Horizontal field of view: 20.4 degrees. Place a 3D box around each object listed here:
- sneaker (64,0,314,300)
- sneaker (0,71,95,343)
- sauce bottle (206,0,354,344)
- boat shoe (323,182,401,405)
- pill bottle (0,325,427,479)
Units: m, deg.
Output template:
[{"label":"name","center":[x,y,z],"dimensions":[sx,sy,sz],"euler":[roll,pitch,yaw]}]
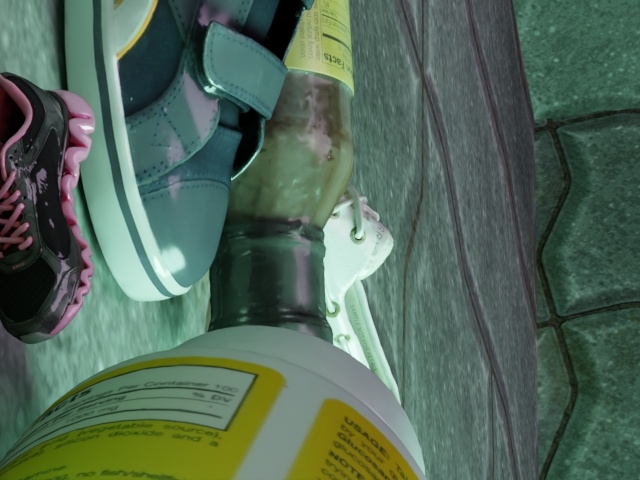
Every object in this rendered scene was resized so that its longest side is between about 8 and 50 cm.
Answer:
[{"label":"sneaker","center":[-0.057,-0.133,0.897],"dimensions":[0.126,0.127,0.321],"euler":[12,73,-79]},{"label":"sneaker","center":[-0.125,-0.016,0.732],"dimensions":[0.057,0.047,0.119],"euler":[37,43,-54]},{"label":"sauce bottle","center":[-0.037,-0.092,1.012],"dimensions":[0.111,0.111,0.344],"euler":[47,40,-70]},{"label":"boat shoe","center":[0.000,0.000,1.154],"dimensions":[0.098,0.096,0.277],"euler":[-73,154,-60]},{"label":"pill bottle","center":[-0.052,0.151,0.623],"dimensions":[0.334,0.188,0.188],"euler":[-58,140,-70]}]
